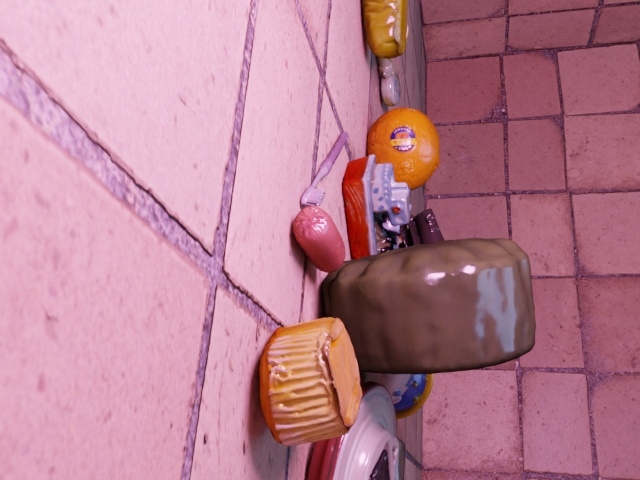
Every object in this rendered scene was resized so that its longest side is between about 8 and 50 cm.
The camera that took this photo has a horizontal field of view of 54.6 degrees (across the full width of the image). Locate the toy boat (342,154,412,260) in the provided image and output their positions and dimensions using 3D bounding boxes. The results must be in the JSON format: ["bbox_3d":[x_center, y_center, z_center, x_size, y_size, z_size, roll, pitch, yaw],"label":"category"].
[{"bbox_3d":[0.137,-0.017,1.359,0.145,0.133,0.332,-74,159,-55],"label":"toy boat"}]

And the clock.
[{"bbox_3d":[0.072,0.397,1.033,0.318,0.080,0.319,-12,103,-63],"label":"clock"}]

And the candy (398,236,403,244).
[{"bbox_3d":[0.254,0.019,2.049,0.055,0.049,0.185,46,-2,13],"label":"candy"}]

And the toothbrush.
[{"bbox_3d":[0.018,-0.131,1.091,0.354,0.029,0.024,-66,165,-62],"label":"toothbrush"}]

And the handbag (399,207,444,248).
[{"bbox_3d":[0.231,0.086,1.488,0.285,0.113,0.257,116,-35,-63],"label":"handbag"}]

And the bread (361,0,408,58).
[{"bbox_3d":[0.156,-0.648,1.540,0.166,0.112,0.384,-28,117,-73],"label":"bread"}]

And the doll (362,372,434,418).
[{"bbox_3d":[0.167,0.267,1.391,0.242,0.159,0.311,16,102,-50],"label":"doll"}]

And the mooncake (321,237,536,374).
[{"bbox_3d":[0.178,0.101,1.056,0.356,0.356,0.194,-6,91,-77],"label":"mooncake"}]

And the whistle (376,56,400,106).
[{"bbox_3d":[0.193,-0.487,1.830,0.198,0.057,0.104,65,31,-42],"label":"whistle"}]

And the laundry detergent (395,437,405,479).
[{"bbox_3d":[0.151,0.600,1.452,0.181,0.091,0.253,74,19,-64],"label":"laundry detergent"}]

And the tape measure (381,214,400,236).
[{"bbox_3d":[0.176,-0.037,1.631,0.094,0.091,0.054,111,-12,-79],"label":"tape measure"}]

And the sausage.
[{"bbox_3d":[0.000,0.000,0.935,0.154,0.062,0.062,59,32,-64],"label":"sausage"}]

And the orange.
[{"bbox_3d":[0.213,-0.233,1.599,0.219,0.193,0.219,177,-90,-86],"label":"orange"}]

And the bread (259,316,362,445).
[{"bbox_3d":[-0.014,0.170,0.767,0.190,0.114,0.132,-28,107,-85],"label":"bread"}]
